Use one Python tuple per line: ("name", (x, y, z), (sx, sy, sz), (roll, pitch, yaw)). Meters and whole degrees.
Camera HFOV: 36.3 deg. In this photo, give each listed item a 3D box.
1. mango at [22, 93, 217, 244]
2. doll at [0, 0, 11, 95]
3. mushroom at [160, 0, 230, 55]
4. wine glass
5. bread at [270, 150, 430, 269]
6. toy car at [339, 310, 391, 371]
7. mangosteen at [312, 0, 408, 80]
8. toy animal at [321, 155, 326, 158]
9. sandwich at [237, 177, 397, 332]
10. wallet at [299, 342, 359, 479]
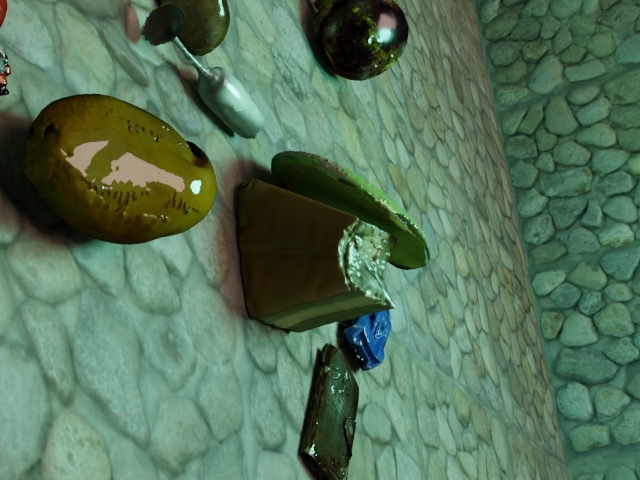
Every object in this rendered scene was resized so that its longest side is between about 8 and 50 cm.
("mango", (-0.214, -0.070, 1.048), (0.248, 0.156, 0.151), (20, 92, -63))
("doll", (-0.341, -0.230, 0.972), (0.109, 0.057, 0.169), (-4, 77, -70))
("mushroom", (-0.190, -0.368, 1.407), (0.072, 0.094, 0.210), (-67, 140, -63))
("wine glass", (-0.157, -0.232, 1.412), (0.262, 0.074, 0.074), (47, 33, -52))
("bread", (0.050, -0.052, 1.531), (0.045, 0.301, 0.301), (-56, 139, -12))
("toy car", (0.090, 0.142, 1.741), (0.103, 0.063, 0.216), (63, 24, -23))
("mangosteen", (0.071, -0.435, 1.988), (0.217, 0.192, 0.192), (53, 18, 14))
("toy animal", (0.024, -0.088, 1.774), (0.065, 0.047, 0.136), (-29, 107, -60))
("sandwich", (0.000, 0.000, 1.441), (0.155, 0.198, 0.227), (28, 49, -60))
("wallet", (0.022, 0.277, 1.518), (0.122, 0.031, 0.232), (58, 25, -30))
